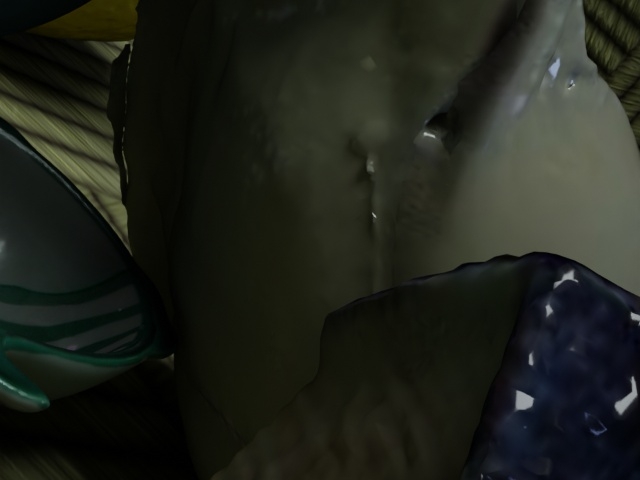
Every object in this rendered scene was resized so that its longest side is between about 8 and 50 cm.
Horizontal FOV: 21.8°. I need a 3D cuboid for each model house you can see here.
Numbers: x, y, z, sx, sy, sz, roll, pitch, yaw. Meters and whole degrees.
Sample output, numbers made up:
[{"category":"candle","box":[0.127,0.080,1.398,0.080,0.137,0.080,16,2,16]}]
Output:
[{"category":"model house","box":[0.075,0.162,0.516,0.243,0.284,0.298,29,19,-29]}]

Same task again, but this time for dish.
[{"category":"dish","box":[-0.166,0.014,0.687,0.224,0.078,0.246,37,14,-21]}]

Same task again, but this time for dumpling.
[{"category":"dumpling","box":[0.000,0.000,0.771,0.315,0.395,0.233,28,44,30]}]

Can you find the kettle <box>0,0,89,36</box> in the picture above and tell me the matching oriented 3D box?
[{"category":"kettle","box":[-0.195,-0.183,0.701,0.342,0.319,0.247,35,35,-86]}]

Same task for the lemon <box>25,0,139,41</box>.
[{"category":"lemon","box":[-0.154,-0.300,1.132,0.350,0.349,0.387,54,-6,39]}]
